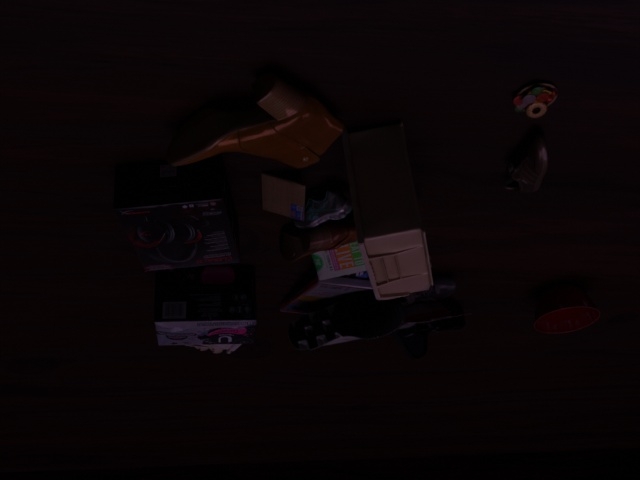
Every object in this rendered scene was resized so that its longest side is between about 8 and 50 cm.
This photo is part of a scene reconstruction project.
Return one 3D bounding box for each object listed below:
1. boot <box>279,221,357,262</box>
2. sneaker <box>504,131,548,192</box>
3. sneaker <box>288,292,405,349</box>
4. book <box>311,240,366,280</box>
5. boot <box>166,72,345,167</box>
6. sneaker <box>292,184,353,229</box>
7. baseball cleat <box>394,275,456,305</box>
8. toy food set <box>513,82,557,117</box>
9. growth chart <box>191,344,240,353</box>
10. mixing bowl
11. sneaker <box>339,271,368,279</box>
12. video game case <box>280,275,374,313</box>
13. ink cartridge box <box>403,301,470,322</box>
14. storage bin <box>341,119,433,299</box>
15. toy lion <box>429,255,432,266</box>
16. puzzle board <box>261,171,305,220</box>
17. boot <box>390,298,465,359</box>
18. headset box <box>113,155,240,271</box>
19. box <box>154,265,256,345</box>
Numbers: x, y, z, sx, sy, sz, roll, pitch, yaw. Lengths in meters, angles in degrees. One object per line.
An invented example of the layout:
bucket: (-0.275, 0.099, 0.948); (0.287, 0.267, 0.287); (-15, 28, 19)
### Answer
boot: (0.000, 0.000, 1.792); (0.152, 0.073, 0.197); (-13, -178, -29)
sneaker: (0.424, -0.153, 1.601); (0.071, 0.066, 0.188); (-6, 149, 4)
sneaker: (0.087, 0.207, 2.039); (0.330, 0.123, 0.146); (-14, 174, 29)
book: (0.054, 0.034, 1.858); (0.144, 0.035, 0.096); (-13, 108, 13)
boot: (-0.117, -0.179, 1.436); (0.295, 0.104, 0.211); (-27, 143, 26)
sneaker: (-0.005, -0.078, 1.685); (0.166, 0.065, 0.076); (-19, 119, 40)
baseball cleat: (0.261, 0.143, 2.044); (0.205, 0.072, 0.109); (-8, -166, 6)
toy food set: (0.403, -0.265, 1.450); (0.082, 0.020, 0.083); (12, 146, -27)
growth chart: (-0.330, 0.288, 2.288); (0.237, 0.021, 0.172); (19, 143, -35)
mixing bowl: (0.685, 0.184, 2.187); (0.181, 0.098, 0.181); (-4, 149, -2)
sneaker: (0.104, 0.064, 1.941); (0.059, 0.053, 0.144); (14, 154, -28)
video game case: (0.034, 0.152, 2.058); (0.204, 0.025, 0.285); (8, 157, -21)
ink cartridge box: (0.256, 0.186, 2.050); (0.181, 0.056, 0.224); (-6, 175, -36)
storage bin: (0.135, -0.054, 1.533); (0.123, 0.262, 0.260); (-11, 149, 6)
toy lion: (0.219, 0.048, 1.955); (0.100, 0.034, 0.096); (-20, 139, 24)
puzzle board: (-0.078, -0.093, 1.646); (0.096, 0.011, 0.128); (17, 148, 8)
boot: (0.330, 0.264, 2.274); (0.207, 0.094, 0.246); (-15, 143, 23)
headset box: (-0.291, -0.042, 1.637); (0.218, 0.110, 0.293); (-5, 150, -1)
box: (-0.286, 0.167, 1.944); (0.247, 0.163, 0.142); (-1, 148, -7)
